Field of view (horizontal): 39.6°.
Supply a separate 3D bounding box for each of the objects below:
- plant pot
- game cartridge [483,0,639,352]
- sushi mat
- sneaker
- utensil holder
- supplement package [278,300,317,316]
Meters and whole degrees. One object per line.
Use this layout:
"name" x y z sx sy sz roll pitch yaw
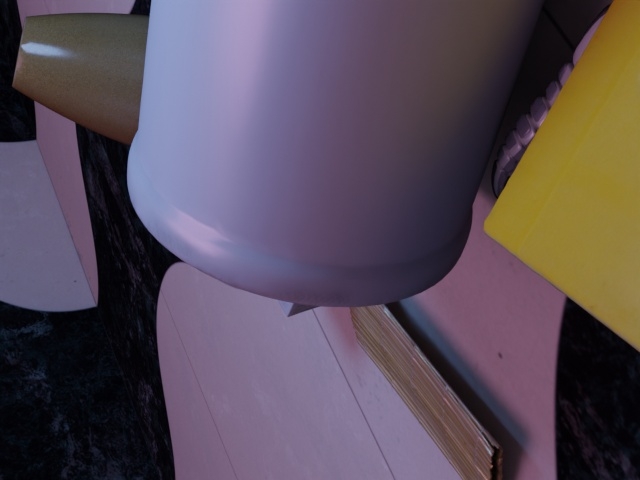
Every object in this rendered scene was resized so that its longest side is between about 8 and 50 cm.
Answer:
"plant pot" -0.378 -0.285 1.499 0.237 0.255 0.237 -170 90 -70
"game cartridge" 0.246 -0.061 0.473 0.285 0.053 0.323 -61 28 12
"sushi mat" 0.116 0.170 1.049 0.316 0.019 0.151 52 162 41
"sneaker" 0.222 -0.064 0.689 0.132 0.086 0.228 59 148 27
"utensil holder" 0.021 -0.193 0.740 0.327 0.328 0.385 52 138 40
"supplement package" 0.000 0.000 1.136 0.105 0.105 0.179 62 151 27
